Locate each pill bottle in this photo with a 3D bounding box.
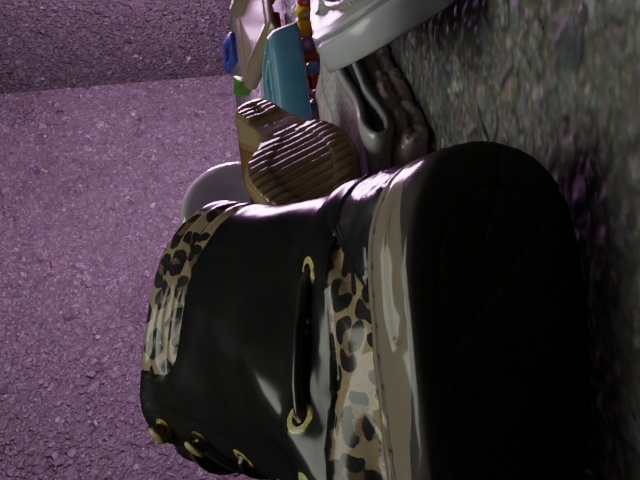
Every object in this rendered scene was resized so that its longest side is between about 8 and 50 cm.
[{"bbox_3d":[-0.177,0.011,1.799,0.407,0.229,0.229,104,158,-69],"label":"pill bottle"}]

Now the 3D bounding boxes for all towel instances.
[{"bbox_3d":[0.033,-0.052,0.811,0.331,0.054,0.316,-104,10,-51],"label":"towel"}]

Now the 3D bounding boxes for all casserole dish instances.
[{"bbox_3d":[-0.041,-0.162,0.957,0.114,0.037,0.188,111,154,-64],"label":"casserole dish"}]

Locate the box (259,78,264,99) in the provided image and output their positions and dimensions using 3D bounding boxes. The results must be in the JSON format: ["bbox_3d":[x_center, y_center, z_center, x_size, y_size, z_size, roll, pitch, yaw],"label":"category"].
[{"bbox_3d":[-0.093,-0.295,1.629,0.145,0.038,0.186,94,169,-52],"label":"box"}]

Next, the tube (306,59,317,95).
[{"bbox_3d":[-0.024,-0.221,1.144,0.080,0.052,0.207,-117,27,-58],"label":"tube"}]

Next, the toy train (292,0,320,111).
[{"bbox_3d":[-0.002,-0.241,0.958,0.125,0.046,0.166,-111,13,-59],"label":"toy train"}]

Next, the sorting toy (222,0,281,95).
[{"bbox_3d":[-0.111,-0.408,1.540,0.347,0.047,0.196,127,136,-56],"label":"sorting toy"}]

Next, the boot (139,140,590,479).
[{"bbox_3d":[0.004,0.141,0.469,0.284,0.138,0.377,3,97,57],"label":"boot"}]

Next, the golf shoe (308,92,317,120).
[{"bbox_3d":[-0.014,-0.117,1.078,0.176,0.069,0.086,98,158,-67],"label":"golf shoe"}]

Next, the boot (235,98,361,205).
[{"bbox_3d":[0.000,0.000,0.710,0.248,0.090,0.206,-124,12,-60],"label":"boot"}]

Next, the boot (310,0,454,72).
[{"bbox_3d":[0.010,-0.194,0.566,0.123,0.095,0.258,58,-179,-17],"label":"boot"}]
